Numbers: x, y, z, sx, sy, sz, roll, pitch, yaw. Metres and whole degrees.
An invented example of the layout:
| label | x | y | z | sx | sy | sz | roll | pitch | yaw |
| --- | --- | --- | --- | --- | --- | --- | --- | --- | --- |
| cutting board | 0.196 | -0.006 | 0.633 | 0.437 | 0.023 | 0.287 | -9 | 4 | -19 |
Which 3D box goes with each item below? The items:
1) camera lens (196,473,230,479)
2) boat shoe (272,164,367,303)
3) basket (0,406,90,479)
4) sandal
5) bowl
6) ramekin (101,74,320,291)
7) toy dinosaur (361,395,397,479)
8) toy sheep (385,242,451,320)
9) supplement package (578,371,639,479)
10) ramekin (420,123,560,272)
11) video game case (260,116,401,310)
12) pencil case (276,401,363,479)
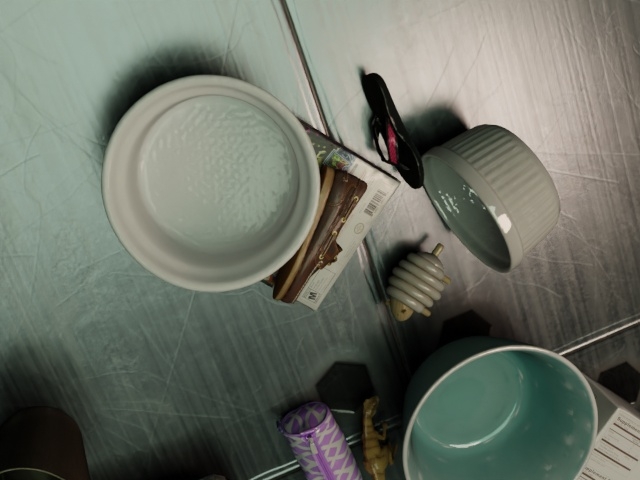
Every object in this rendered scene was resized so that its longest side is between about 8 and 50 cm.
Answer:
| label | x | y | z | sx | sy | sz | roll | pitch | yaw |
| --- | --- | --- | --- | --- | --- | --- | --- | --- | --- |
| camera lens | -0.224 | 0.485 | 1.548 | 0.274 | 0.219 | 0.219 | -17 | 113 | -8 |
| boat shoe | 0.000 | 0.000 | 1.463 | 0.073 | 0.073 | 0.207 | 21 | 103 | -18 |
| basket | -0.392 | 0.338 | 1.449 | 0.154 | 0.227 | 0.204 | -29 | 114 | -3 |
| sandal | 0.094 | -0.150 | 1.484 | 0.040 | 0.067 | 0.179 | -33 | 108 | -23 |
| bowl | 0.251 | 0.273 | 1.625 | 0.312 | 0.163 | 0.311 | -5 | 110 | -13 |
| ramekin | -0.139 | -0.081 | 1.382 | 0.277 | 0.135 | 0.277 | 0 | 100 | 0 |
| toy dinosaur | 0.088 | 0.352 | 1.634 | 0.064 | 0.112 | 0.211 | -16 | 77 | 11 |
| toy sheep | 0.147 | 0.062 | 1.567 | 0.091 | 0.091 | 0.132 | 31 | 86 | -22 |
| supplement package | 0.427 | 0.365 | 1.716 | 0.134 | 0.139 | 0.244 | 32 | 98 | -23 |
| ramekin | 0.245 | -0.067 | 1.484 | 0.109 | 0.207 | 0.207 | -35 | 114 | -10 |
| video game case | -0.032 | -0.042 | 1.504 | 0.210 | 0.042 | 0.232 | 29 | 100 | -22 |
| pencil case | 0.011 | 0.348 | 1.631 | 0.086 | 0.088 | 0.206 | -28 | 114 | -5 |
